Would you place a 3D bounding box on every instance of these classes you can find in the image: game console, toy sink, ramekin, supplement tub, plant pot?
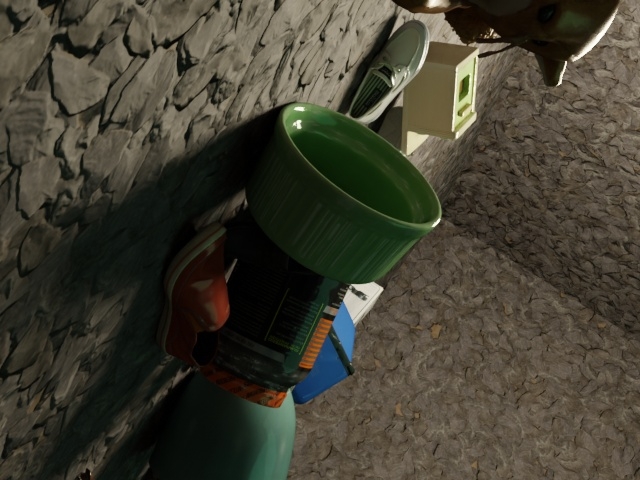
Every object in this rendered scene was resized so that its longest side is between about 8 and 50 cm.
[{"bbox_3d":[-0.033,0.213,2.252,0.250,0.173,0.293,-30,120,-9],"label":"game console"},{"bbox_3d":[0.273,-0.311,2.035,0.153,0.131,0.234,-42,140,-51],"label":"toy sink"},{"bbox_3d":[0.028,-0.070,1.439,0.148,0.303,0.303,-54,171,26],"label":"ramekin"},{"bbox_3d":[-0.075,0.115,1.630,0.338,0.207,0.207,-65,169,-1],"label":"supplement tub"},{"bbox_3d":[-0.183,0.394,1.894,0.293,0.293,0.235,-2,111,-77],"label":"plant pot"}]

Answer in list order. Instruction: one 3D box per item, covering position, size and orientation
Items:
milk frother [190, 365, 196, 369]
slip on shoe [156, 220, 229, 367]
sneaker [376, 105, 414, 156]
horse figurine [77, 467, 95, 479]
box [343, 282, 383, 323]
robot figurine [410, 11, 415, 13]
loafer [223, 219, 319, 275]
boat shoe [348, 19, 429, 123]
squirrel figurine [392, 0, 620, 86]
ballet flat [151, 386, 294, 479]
[{"bbox_3d":[-0.176,0.232,1.802,0.129,0.135,0.143,-14,138,-41],"label":"milk frother"},{"bbox_3d":[-0.189,0.092,1.447,0.123,0.101,0.331,-45,163,-41],"label":"slip on shoe"},{"bbox_3d":[0.145,-0.178,2.129,0.256,0.094,0.151,-56,163,-17],"label":"sneaker"},{"bbox_3d":[-0.463,0.535,1.611,0.263,0.066,0.174,-53,163,-8],"label":"horse figurine"},{"bbox_3d":[0.035,0.187,2.519,0.290,0.169,0.087,-45,164,-49],"label":"box"},{"bbox_3d":[0.245,-0.485,1.521,0.278,0.174,0.209,-40,137,-56],"label":"robot figurine"},{"bbox_3d":[-0.061,0.013,1.482,0.078,0.223,0.076,-124,-135,-81],"label":"loafer"},{"bbox_3d":[0.132,-0.317,1.724,0.226,0.083,0.076,-60,170,21],"label":"boat shoe"},{"bbox_3d":[0.218,-0.375,1.168,0.281,0.370,0.397,-61,168,21],"label":"squirrel figurine"},{"bbox_3d":[-0.229,0.411,2.133,0.483,0.164,0.182,-51,-169,0],"label":"ballet flat"}]
